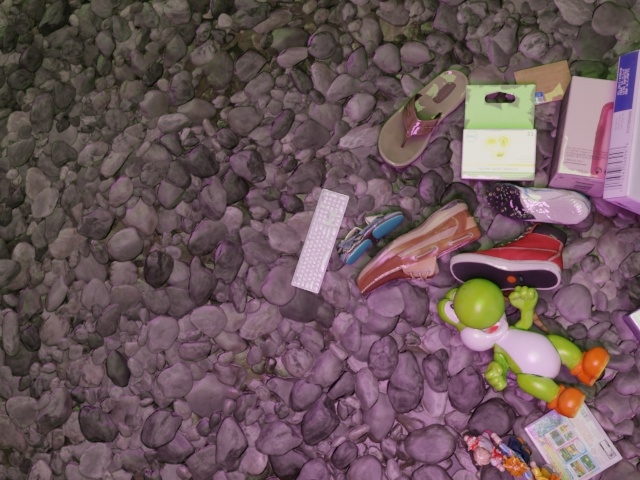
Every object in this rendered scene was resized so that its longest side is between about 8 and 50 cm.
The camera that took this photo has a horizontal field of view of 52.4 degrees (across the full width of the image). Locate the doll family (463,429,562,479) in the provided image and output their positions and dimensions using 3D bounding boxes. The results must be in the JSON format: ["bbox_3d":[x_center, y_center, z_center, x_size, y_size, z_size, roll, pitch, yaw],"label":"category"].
[{"bbox_3d":[0.430,0.480,1.361,0.263,0.163,0.118,46,105,16],"label":"doll family"}]

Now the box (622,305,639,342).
[{"bbox_3d":[0.758,0.183,1.413,0.137,0.072,0.126,-31,75,4],"label":"box"}]

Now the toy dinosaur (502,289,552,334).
[{"bbox_3d":[0.465,0.120,1.487,0.112,0.064,0.212,-7,78,8],"label":"toy dinosaur"}]

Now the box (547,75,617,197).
[{"bbox_3d":[0.608,-0.233,1.483,0.126,0.148,0.233,11,82,12],"label":"box"}]

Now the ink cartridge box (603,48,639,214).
[{"bbox_3d":[0.758,-0.205,1.428,0.330,0.071,0.324,16,79,-32],"label":"ink cartridge box"}]

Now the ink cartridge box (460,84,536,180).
[{"bbox_3d":[0.427,-0.260,1.555,0.171,0.056,0.235,3,91,12],"label":"ink cartridge box"}]

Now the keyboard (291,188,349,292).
[{"bbox_3d":[0.000,0.000,1.626,0.072,0.014,0.256,16,83,14],"label":"keyboard"}]

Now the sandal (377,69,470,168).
[{"bbox_3d":[0.247,-0.311,1.597,0.120,0.086,0.303,39,86,11],"label":"sandal"}]

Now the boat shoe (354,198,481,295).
[{"bbox_3d":[0.231,0.035,1.521,0.324,0.122,0.120,-36,78,3],"label":"boat shoe"}]

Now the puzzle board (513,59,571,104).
[{"bbox_3d":[0.548,-0.382,1.595,0.128,0.011,0.097,-11,79,9],"label":"puzzle board"}]

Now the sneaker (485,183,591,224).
[{"bbox_3d":[0.506,-0.087,1.521,0.237,0.086,0.085,13,108,25],"label":"sneaker"}]

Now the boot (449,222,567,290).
[{"bbox_3d":[0.427,0.026,1.480,0.244,0.088,0.176,2,41,26],"label":"boot"}]

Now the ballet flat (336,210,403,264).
[{"bbox_3d":[0.115,-0.022,1.585,0.188,0.070,0.070,-39,75,-2],"label":"ballet flat"}]

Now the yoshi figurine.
[{"bbox_3d":[0.411,0.204,1.381,0.362,0.203,0.203,33,118,23],"label":"yoshi figurine"}]

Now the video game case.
[{"bbox_3d":[0.553,0.445,1.431,0.143,0.019,0.157,-33,76,4],"label":"video game case"}]
